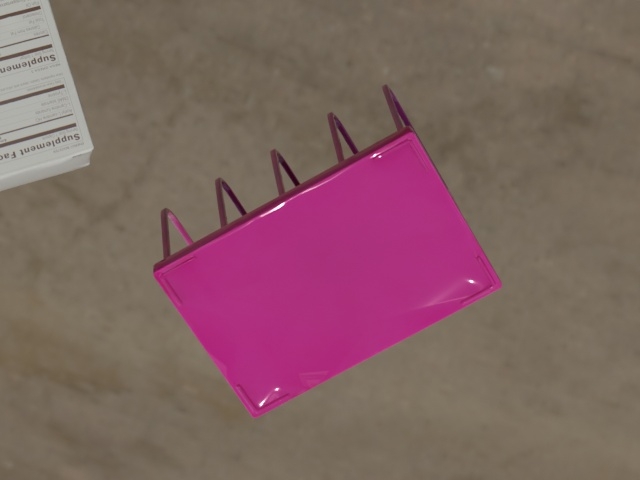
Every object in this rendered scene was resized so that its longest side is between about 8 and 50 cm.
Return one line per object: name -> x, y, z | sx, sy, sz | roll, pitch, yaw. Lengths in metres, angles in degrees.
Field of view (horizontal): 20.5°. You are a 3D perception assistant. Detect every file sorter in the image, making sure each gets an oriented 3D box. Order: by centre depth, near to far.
file sorter -> 0.000, 0.000, 1.834 | 0.291, 0.182, 0.202 | -29, 117, 8

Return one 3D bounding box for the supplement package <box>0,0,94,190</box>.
supplement package -> -0.300, -0.170, 1.570 | 0.134, 0.244, 0.139 | -17, 178, -10
